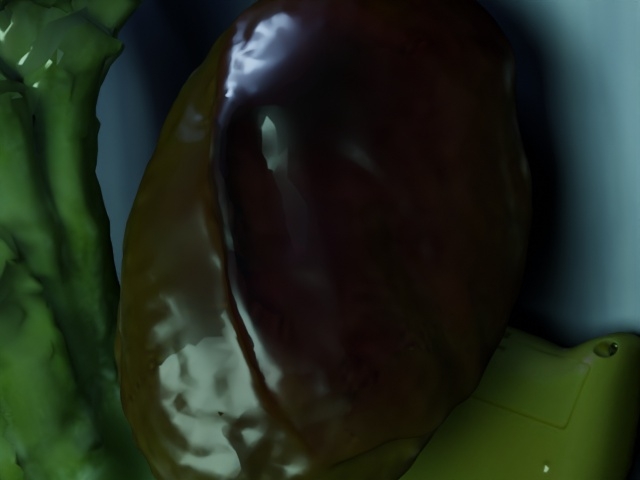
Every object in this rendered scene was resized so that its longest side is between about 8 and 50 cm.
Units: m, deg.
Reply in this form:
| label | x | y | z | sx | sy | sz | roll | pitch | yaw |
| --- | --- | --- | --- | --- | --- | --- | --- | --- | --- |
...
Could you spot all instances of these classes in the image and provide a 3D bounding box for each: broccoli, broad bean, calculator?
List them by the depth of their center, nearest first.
| label | x | y | z | sx | sy | sz | roll | pitch | yaw |
| --- | --- | --- | --- | --- | --- | --- | --- | --- | --- |
| broad bean | 0.002 | 0.001 | 0.749 | 0.156 | 0.122 | 0.228 | 15 | 79 | 0 |
| calculator | 0.037 | 0.130 | 0.773 | 0.157 | 0.033 | 0.236 | 17 | 83 | 32 |
| broccoli | -0.138 | -0.051 | 0.818 | 0.353 | 0.397 | 0.275 | -50 | 36 | 5 |
